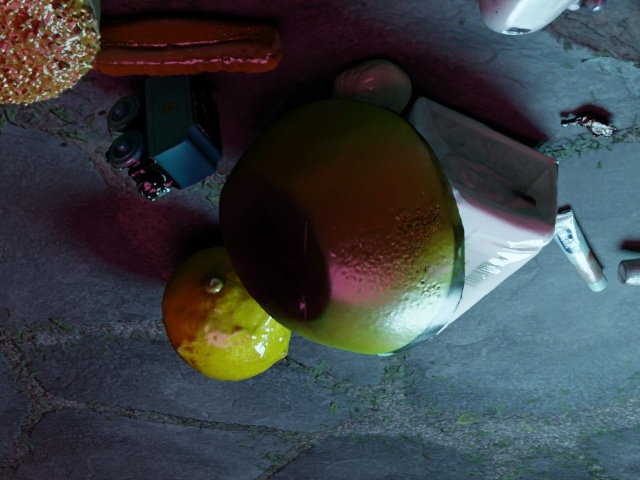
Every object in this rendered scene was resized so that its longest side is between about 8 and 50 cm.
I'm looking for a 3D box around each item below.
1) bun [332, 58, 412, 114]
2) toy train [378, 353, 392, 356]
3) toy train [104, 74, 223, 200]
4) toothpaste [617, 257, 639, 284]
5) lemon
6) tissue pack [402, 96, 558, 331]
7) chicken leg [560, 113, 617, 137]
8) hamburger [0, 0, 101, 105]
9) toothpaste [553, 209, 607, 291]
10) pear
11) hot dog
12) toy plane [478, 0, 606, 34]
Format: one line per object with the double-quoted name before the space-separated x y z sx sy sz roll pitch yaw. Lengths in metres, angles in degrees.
"bun" 0.074 -0.204 1.614 0.115 0.069 0.115 3 145 2
"toy train" 0.090 0.116 2.059 0.248 0.101 0.159 25 124 -27
"toy train" -0.221 -0.152 1.620 0.154 0.198 0.107 -25 138 17
"toothpaste" 0.647 0.051 1.927 0.282 0.069 0.099 0 173 -4
"lemon" -0.162 0.129 1.978 0.233 0.234 0.288 1 150 6
"tissue pack" 0.165 -0.025 1.749 0.266 0.194 0.356 23 140 -19
"chicken leg" 0.397 -0.171 1.665 0.083 0.021 0.036 13 154 -11
"hamburger" -0.420 -0.297 1.433 0.301 0.170 0.302 5 139 4
"toothpaste" 0.435 0.017 1.919 0.056 0.036 0.205 -17 136 26
"pear" -0.003 -0.003 1.595 0.165 0.399 0.399 -23 166 -41
"hot dog" -0.193 -0.264 1.558 0.288 0.083 0.068 2 164 4
"toy plane" 0.275 -0.346 1.344 0.266 0.123 0.267 -11 152 -6
